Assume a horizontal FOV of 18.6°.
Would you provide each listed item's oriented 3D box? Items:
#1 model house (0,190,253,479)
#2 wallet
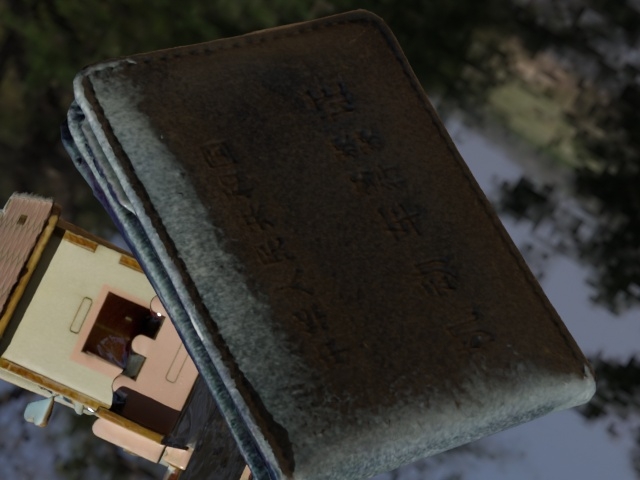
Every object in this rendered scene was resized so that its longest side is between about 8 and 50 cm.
[{"bbox_3d":[-0.151,0.076,1.345,0.244,0.169,0.326,25,177,14],"label":"model house"},{"bbox_3d":[0.001,-0.001,0.834,0.167,0.036,0.222,-14,-120,-29],"label":"wallet"}]
